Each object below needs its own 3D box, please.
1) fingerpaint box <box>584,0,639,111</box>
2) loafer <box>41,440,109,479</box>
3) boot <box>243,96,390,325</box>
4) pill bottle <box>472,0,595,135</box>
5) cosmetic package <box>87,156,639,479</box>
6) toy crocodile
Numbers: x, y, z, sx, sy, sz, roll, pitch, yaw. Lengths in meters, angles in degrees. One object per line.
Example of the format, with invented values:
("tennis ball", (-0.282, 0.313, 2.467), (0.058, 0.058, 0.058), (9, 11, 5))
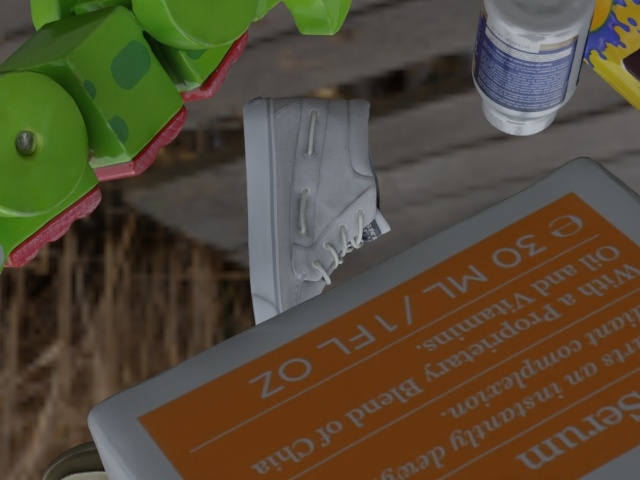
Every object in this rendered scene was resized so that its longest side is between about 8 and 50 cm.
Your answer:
("fingerpaint box", (0.353, -0.173, 1.236), (0.371, 0.163, 0.445), (43, 159, -4))
("loafer", (-0.123, 0.170, 1.352), (0.148, 0.050, 0.056), (-7, 135, 10))
("boot", (0.000, 0.000, 1.701), (0.123, 0.258, 0.095), (-3, 178, 0))
("pill bottle", (0.127, -0.116, 1.187), (0.067, 0.067, 0.120), (-1, 150, -2))
("cosmetic package", (0.130, 0.181, 0.617), (0.230, 0.453, 0.161), (-27, 133, -17))
("toy crocodile", (-0.116, -0.065, 0.933), (0.115, 0.340, 0.105), (-4, 124, 48))
